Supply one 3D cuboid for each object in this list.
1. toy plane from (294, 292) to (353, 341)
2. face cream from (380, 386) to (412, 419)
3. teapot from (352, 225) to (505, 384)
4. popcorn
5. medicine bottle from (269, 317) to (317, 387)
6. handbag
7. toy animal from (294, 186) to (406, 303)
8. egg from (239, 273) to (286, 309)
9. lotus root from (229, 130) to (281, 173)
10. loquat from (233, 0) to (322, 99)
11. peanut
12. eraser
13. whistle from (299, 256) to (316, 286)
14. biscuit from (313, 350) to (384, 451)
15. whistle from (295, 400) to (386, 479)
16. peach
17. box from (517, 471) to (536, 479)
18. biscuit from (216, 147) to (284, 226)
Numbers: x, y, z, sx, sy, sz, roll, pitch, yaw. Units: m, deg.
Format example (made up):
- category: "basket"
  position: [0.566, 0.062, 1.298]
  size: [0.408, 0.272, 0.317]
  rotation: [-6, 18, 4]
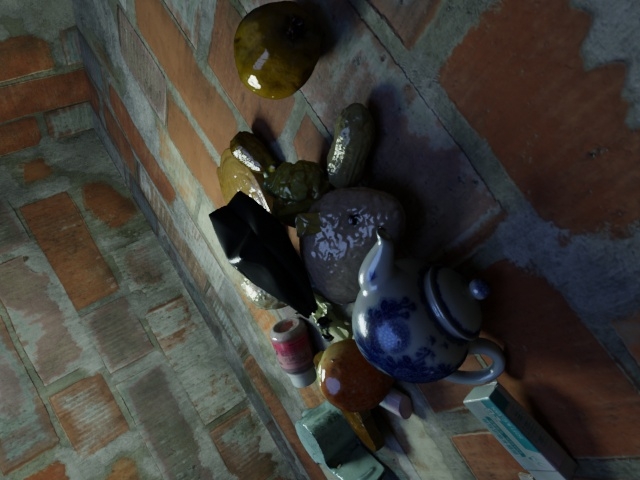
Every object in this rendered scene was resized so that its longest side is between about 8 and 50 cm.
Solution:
- category: "toy plane"
  position: [0.018, 0.244, 1.539]
  size: [0.256, 0.104, 0.242]
  rotation: [29, 154, 37]
- category: "face cream"
  position: [0.190, 0.463, 1.475]
  size: [0.198, 0.057, 0.084]
  rotation: [14, 128, 53]
- category: "teapot"
  position: [0.213, 0.146, 0.976]
  size: [0.280, 0.252, 0.424]
  rotation: [-34, 109, 33]
- category: "popcorn"
  position: [-0.050, -0.109, 1.243]
  size: [0.185, 0.167, 0.187]
  rotation: [-135, 33, -66]
- category: "medicine bottle"
  position: [-0.093, 0.420, 1.829]
  size: [0.147, 0.147, 0.247]
  rotation: [15, 126, 55]
- category: "handbag"
  position: [-0.136, 0.046, 1.243]
  size: [0.288, 0.152, 0.342]
  rotation: [55, 173, -33]
- category: "toy animal"
  position: [0.061, 0.012, 1.128]
  size: [0.226, 0.188, 0.358]
  rotation: [27, 129, 12]
- category: "egg"
  position: [-0.166, 0.140, 1.656]
  size: [0.233, 0.195, 0.195]
  rotation: [17, 131, 31]
- category: "lotus root"
  position: [-0.193, -0.250, 1.462]
  size: [0.190, 0.094, 0.108]
  rotation: [44, -177, 23]
- category: "loquat"
  position: [-0.090, -0.406, 1.049]
  size: [0.234, 0.176, 0.187]
  rotation: [-24, 94, 52]
- category: "peanut"
  position: [0.065, -0.201, 1.062]
  size: [0.214, 0.090, 0.099]
  rotation: [107, 171, -51]
- category: "eraser"
  position: [0.405, 0.392, 1.001]
  size: [0.225, 0.052, 0.095]
  rotation: [46, 151, 4]
- category: "whistle"
  position: [-0.038, 0.091, 1.447]
  size: [0.180, 0.093, 0.269]
  rotation: [30, 172, 0]
- category: "biscuit"
  position: [0.101, 0.534, 1.649]
  size: [0.367, 0.063, 0.314]
  rotation: [59, 162, 4]
- category: "whistle"
  position: [0.065, 0.780, 1.850]
  size: [0.405, 0.168, 0.188]
  rotation: [47, 148, 29]
- category: "peach"
  position: [0.104, 0.386, 1.405]
  size: [0.232, 0.232, 0.232]
  rotation: [40, 145, 36]
- category: "box"
  position: [0.484, 0.566, 1.106]
  size: [0.083, 0.012, 0.046]
  rotation: [61, 152, 3]
- category: "biscuit"
  position: [-0.255, -0.127, 1.706]
  size: [0.385, 0.062, 0.365]
  rotation: [64, 153, -3]
